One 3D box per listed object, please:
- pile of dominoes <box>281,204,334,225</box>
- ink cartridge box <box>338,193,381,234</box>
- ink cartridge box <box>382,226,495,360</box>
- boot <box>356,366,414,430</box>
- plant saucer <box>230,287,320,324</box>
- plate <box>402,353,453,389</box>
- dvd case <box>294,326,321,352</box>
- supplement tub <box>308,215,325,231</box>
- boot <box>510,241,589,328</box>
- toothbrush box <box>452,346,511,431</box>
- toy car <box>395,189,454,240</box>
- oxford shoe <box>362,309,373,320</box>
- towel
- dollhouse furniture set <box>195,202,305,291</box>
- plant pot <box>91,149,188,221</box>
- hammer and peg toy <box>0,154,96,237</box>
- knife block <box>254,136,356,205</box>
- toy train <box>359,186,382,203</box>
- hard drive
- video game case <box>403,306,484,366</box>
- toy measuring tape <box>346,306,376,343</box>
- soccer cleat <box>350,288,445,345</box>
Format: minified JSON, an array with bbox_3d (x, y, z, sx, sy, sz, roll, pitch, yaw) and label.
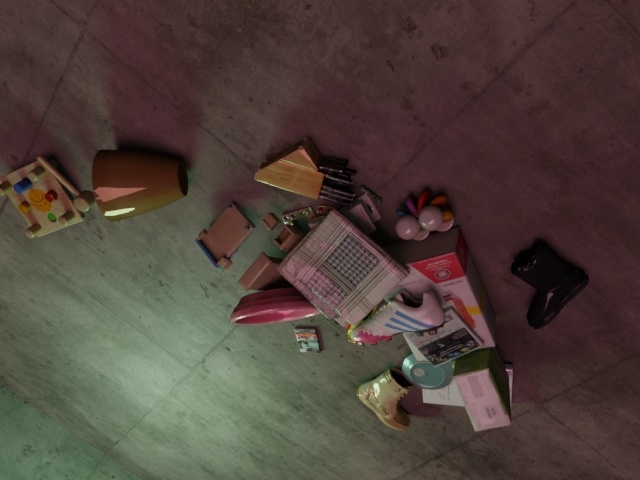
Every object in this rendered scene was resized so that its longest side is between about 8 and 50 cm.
[{"bbox_3d":[0.000,0.000,1.845,0.195,0.040,0.251,-17,116,25],"label":"pile of dominoes"},{"bbox_3d":[0.100,-0.054,1.721,0.181,0.061,0.104,-33,110,1],"label":"ink cartridge box"},{"bbox_3d":[0.376,0.182,1.775,0.279,0.160,0.385,-17,116,26],"label":"ink cartridge box"},{"bbox_3d":[0.296,0.610,2.118,0.262,0.095,0.203,43,122,-7],"label":"boot"},{"bbox_3d":[-0.150,0.228,1.915,0.332,0.332,0.084,-14,75,24],"label":"plant saucer"},{"bbox_3d":[0.389,0.482,1.998,0.188,0.024,0.188,8,124,12],"label":"plate"},{"bbox_3d":[-0.049,0.386,2.122,0.087,0.013,0.120,-2,120,18],"label":"dvd case"},{"bbox_3d":[0.008,-0.020,1.784,0.071,0.071,0.107,-12,110,23],"label":"supplement tub"},{"bbox_3d":[0.667,0.138,1.700,0.207,0.094,0.246,31,118,-9],"label":"boot"},{"bbox_3d":[0.532,0.449,1.799,0.122,0.283,0.206,-20,99,21],"label":"toothbrush box"},{"bbox_3d":[0.305,-0.080,1.656,0.182,0.159,0.136,-23,78,28],"label":"toy car"},{"bbox_3d":[0.052,0.176,1.839,0.271,0.098,0.097,30,111,9],"label":"oxford shoe"},{"bbox_3d":[0.058,0.099,1.698,0.312,0.056,0.324,40,123,-4],"label":"towel"},{"bbox_3d":[-0.224,-0.010,1.892,0.303,0.198,0.286,46,104,22],"label":"dollhouse furniture set"},{"bbox_3d":[-0.574,-0.193,1.801,0.254,0.237,0.237,-6,121,2],"label":"plant pot"},{"bbox_3d":[-0.968,-0.171,1.970,0.361,0.127,0.266,-16,114,25],"label":"hammer and peg toy"},{"bbox_3d":[-0.033,-0.182,1.707,0.275,0.088,0.242,-23,112,27],"label":"knife block"},{"bbox_3d":[0.158,-0.142,1.716,0.083,0.024,0.017,35,110,-7],"label":"toy train"},{"bbox_3d":[0.537,0.529,2.023,0.318,0.040,0.210,1,121,16],"label":"hard drive"},{"bbox_3d":[0.388,0.309,1.743,0.190,0.022,0.173,-34,108,31],"label":"video game case"},{"bbox_3d":[0.159,0.248,1.912,0.121,0.121,0.330,22,125,2],"label":"toy measuring tape"},{"bbox_3d":[0.228,0.232,1.707,0.331,0.116,0.143,-17,93,33],"label":"soccer cleat"}]
